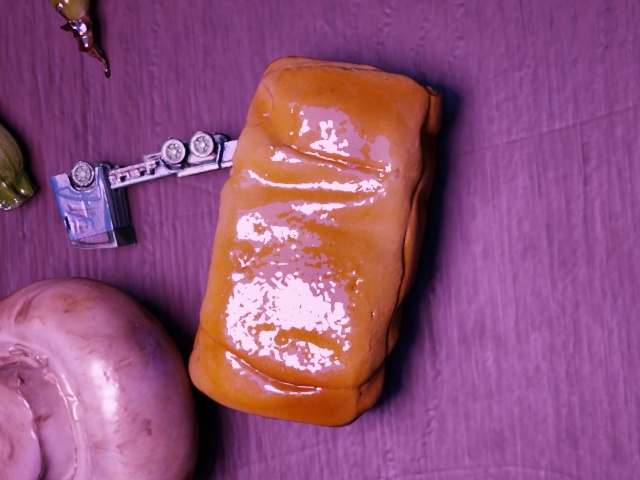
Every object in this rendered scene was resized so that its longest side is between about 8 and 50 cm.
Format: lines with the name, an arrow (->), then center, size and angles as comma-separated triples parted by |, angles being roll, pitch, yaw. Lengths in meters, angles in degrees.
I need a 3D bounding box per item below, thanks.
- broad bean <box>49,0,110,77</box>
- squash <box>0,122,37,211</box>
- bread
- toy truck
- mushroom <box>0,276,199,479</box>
broad bean -> -0.285, -0.285, 1.597 | 0.325, 0.067, 0.075 | 47, 109, 14
squash -> -0.334, -0.113, 1.603 | 0.068, 0.077, 0.219 | -44, 80, 19
bread -> 0.000, 0.000, 1.471 | 0.166, 0.132, 0.294 | 14, 92, 8
toy truck -> -0.141, -0.043, 1.556 | 0.175, 0.067, 0.081 | -13, 91, 11
mushroom -> -0.213, 0.153, 1.501 | 0.255, 0.184, 0.255 | 8, 108, 25
